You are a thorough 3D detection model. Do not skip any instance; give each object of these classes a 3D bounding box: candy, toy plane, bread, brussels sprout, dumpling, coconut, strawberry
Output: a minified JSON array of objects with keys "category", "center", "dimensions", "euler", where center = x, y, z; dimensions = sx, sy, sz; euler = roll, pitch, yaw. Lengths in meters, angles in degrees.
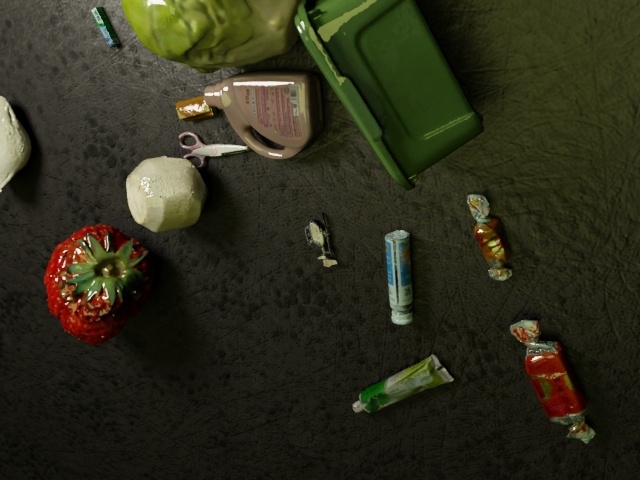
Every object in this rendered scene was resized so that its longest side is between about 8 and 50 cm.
[{"category":"candy","center":[0.457,0.277,1.179],"dimensions":[0.086,0.059,0.292],"euler":[-22,103,26]},{"category":"toy plane","center":[0.000,0.000,1.270],"dimensions":[0.049,0.031,0.121],"euler":[-9,105,17]},{"category":"bread","center":[-0.258,-0.276,1.256],"dimensions":[0.083,0.036,0.047],"euler":[-7,106,23]},{"category":"brussels sprout","center":[-0.192,-0.406,1.027],"dimensions":[0.316,0.273,0.243],"euler":[7,73,29]},{"category":"candy","center":[0.317,-0.002,1.125],"dimensions":[0.053,0.046,0.182],"euler":[-15,108,29]},{"category":"dumpling","center":[-0.782,-0.236,1.459],"dimensions":[0.166,0.126,0.216],"euler":[23,132,43]},{"category":"coconut","center":[-0.321,-0.103,1.292],"dimensions":[0.161,0.162,0.161],"euler":[23,121,46]},{"category":"strawberry","center":[-0.534,0.105,1.431],"dimensions":[0.238,0.250,0.288],"euler":[47,147,-9]}]

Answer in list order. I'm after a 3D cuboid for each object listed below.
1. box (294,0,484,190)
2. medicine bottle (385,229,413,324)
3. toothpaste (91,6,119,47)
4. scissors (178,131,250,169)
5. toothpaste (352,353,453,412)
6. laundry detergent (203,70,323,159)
[{"category":"box","center":[0.117,-0.276,0.954],"dimensions":[0.177,0.253,0.329],"euler":[-29,114,21]},{"category":"medicine bottle","center":[0.161,0.077,1.223],"dimensions":[0.051,0.051,0.191],"euler":[3,114,22]},{"category":"toothpaste","center":[-0.453,-0.449,1.272],"dimensions":[0.017,0.020,0.083],"euler":[-17,104,32]},{"category":"scissors","center":[-0.227,-0.193,1.286],"dimensions":[0.176,0.022,0.086],"euler":[1,113,26]},{"category":"toothpaste","center":[0.171,0.327,1.332],"dimensions":[0.248,0.047,0.078],"euler":[-34,100,28]},{"category":"laundry detergent","center":[-0.114,-0.244,1.185],"dimensions":[0.236,0.076,0.171],"euler":[3,113,22]}]
